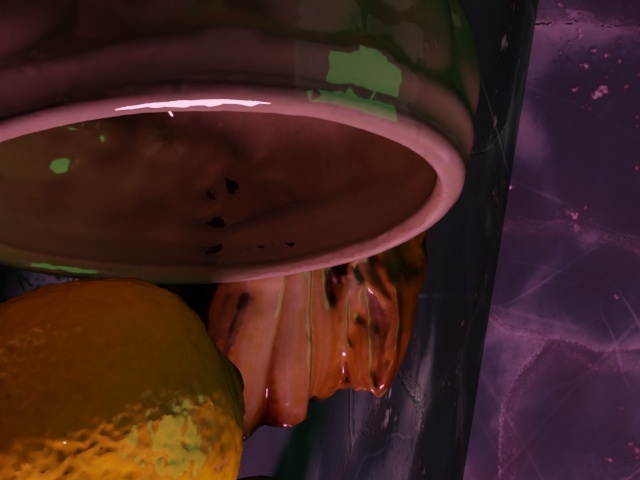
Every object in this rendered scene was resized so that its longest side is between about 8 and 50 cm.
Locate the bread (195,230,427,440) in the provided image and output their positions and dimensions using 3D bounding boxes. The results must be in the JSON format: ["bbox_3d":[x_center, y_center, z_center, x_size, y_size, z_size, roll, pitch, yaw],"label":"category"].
[{"bbox_3d":[0.000,0.000,0.920,0.277,0.167,0.324,-168,-86,-82],"label":"bread"}]

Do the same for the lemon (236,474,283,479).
[{"bbox_3d":[-0.070,0.307,0.851,0.322,0.268,0.268,8,91,-54],"label":"lemon"}]

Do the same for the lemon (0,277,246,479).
[{"bbox_3d":[-0.140,0.109,0.658,0.180,0.193,0.180,179,-90,-90],"label":"lemon"}]

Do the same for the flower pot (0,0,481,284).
[{"bbox_3d":[-0.071,-0.124,0.626,0.307,0.307,0.244,48,37,-67],"label":"flower pot"}]
